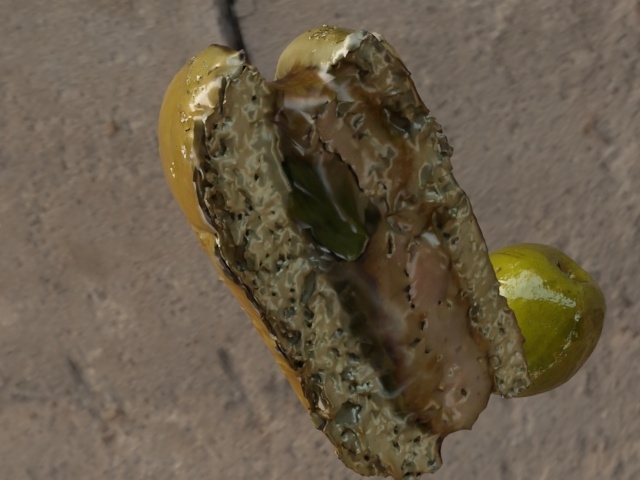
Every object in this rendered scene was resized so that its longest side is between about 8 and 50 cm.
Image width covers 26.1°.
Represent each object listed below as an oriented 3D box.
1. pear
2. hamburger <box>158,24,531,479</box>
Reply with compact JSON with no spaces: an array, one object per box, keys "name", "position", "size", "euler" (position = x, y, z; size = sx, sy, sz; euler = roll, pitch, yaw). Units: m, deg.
[{"name":"pear","position":[0.204,0.079,1.384],"size":[0.149,0.149,0.162],"euler":[46,120,6]},{"name":"hamburger","position":[0.000,0.000,0.680],"size":[0.131,0.124,0.262],"euler":[32,154,48]}]
